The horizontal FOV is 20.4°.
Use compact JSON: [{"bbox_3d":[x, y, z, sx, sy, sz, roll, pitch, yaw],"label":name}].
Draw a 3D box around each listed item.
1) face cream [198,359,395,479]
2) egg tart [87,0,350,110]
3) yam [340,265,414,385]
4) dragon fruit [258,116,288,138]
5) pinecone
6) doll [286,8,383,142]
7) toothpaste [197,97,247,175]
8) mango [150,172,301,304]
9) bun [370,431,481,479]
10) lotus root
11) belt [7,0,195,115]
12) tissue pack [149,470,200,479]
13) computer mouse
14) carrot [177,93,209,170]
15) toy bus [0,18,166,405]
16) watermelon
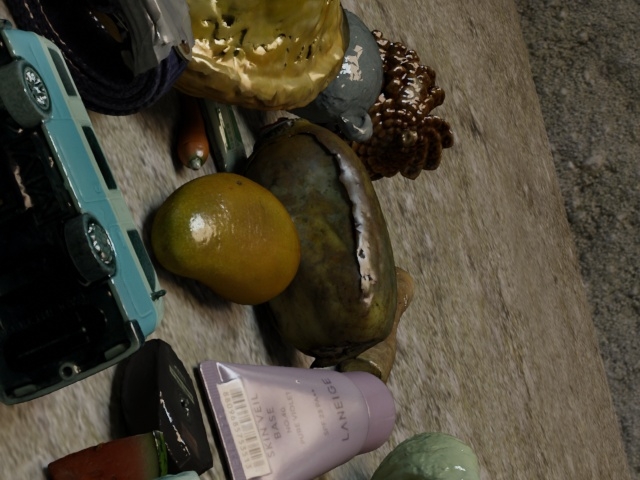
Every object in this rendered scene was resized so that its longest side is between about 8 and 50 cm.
[{"bbox_3d":[-0.027,0.187,1.828,0.274,0.096,0.154,-2,75,-58],"label":"face cream"},{"bbox_3d":[-0.107,-0.349,1.891,0.443,0.178,0.443,31,43,-34],"label":"egg tart"},{"bbox_3d":[0.072,0.110,2.229,0.066,0.066,0.300,63,19,-17],"label":"yam"},{"bbox_3d":[-0.038,-0.102,2.154,0.060,0.056,0.083,42,30,-54],"label":"dragon fruit"},{"bbox_3d":[0.079,-0.191,2.414,0.185,0.168,0.212,41,33,-46],"label":"pinecone"},{"bbox_3d":[-0.073,-0.258,2.136,0.340,0.158,0.246,31,40,-18],"label":"doll"},{"bbox_3d":[-0.123,-0.159,2.000,0.064,0.041,0.218,-32,104,-65],"label":"toothpaste"},{"bbox_3d":[-0.096,-0.002,1.812,0.227,0.099,0.136,9,68,-61],"label":"mango"},{"bbox_3d":[0.117,0.323,2.010,0.204,0.126,0.213,96,-13,-69],"label":"bun"},{"bbox_3d":[0.000,0.000,1.977,0.152,0.160,0.275,14,57,-63],"label":"lotus root"},{"bbox_3d":[-0.206,-0.236,1.665,0.231,0.139,0.126,62,19,-15],"label":"belt"},{"bbox_3d":[-0.147,0.331,1.156,0.287,0.162,0.388,66,17,3],"label":"tissue pack"},{"bbox_3d":[-0.141,0.152,1.562,0.099,0.057,0.172,56,10,-31],"label":"computer mouse"},{"bbox_3d":[-0.139,-0.116,1.915,0.035,0.035,0.142,57,14,-33],"label":"carrot"},{"bbox_3d":[-0.223,-0.023,1.387,0.271,0.133,0.165,67,13,1],"label":"toy bus"},{"bbox_3d":[-0.167,0.184,1.398,0.094,0.135,0.125,24,37,-13],"label":"watermelon"}]
